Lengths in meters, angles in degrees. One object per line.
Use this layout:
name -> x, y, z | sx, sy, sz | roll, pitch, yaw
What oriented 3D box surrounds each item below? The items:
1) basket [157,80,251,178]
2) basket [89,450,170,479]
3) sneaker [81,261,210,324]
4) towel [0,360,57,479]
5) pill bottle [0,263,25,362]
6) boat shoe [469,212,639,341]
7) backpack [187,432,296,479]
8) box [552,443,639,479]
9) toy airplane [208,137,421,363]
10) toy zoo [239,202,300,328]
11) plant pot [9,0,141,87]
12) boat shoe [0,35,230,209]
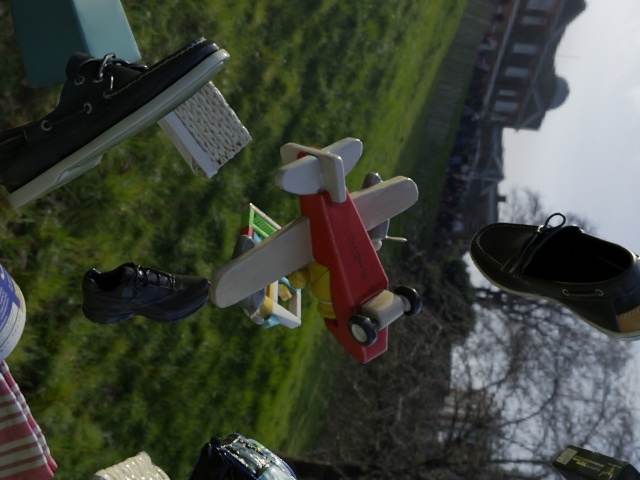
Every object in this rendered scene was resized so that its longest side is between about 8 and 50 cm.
basket -> -0.207, -0.200, 1.239 | 0.167, 0.103, 0.113 | 55, -12, -17
basket -> -0.211, 0.446, 0.802 | 0.266, 0.331, 0.328 | -42, 174, -11
sneaker -> -0.381, 0.108, 1.607 | 0.109, 0.286, 0.130 | -107, -165, -48
towel -> -0.394, 0.199, 0.827 | 0.197, 0.144, 0.029 | 65, 19, -4
pill bottle -> -0.305, 0.028, 0.549 | 0.186, 0.112, 0.112 | 93, 4, -61
boat shoe -> 0.471, 0.038, 1.487 | 0.156, 0.187, 0.500 | 55, -10, -28
backpack -> -0.067, 0.251, 0.699 | 0.105, 0.114, 0.084 | -62, 158, 15
box -> 0.524, 0.452, 1.272 | 0.059, 0.183, 0.232 | -43, 179, -9
toy airplane -> 0.000, 0.000, 1.367 | 0.272, 0.386, 0.384 | -7, -116, 56
toy zoo -> -0.115, 0.075, 1.696 | 0.192, 0.030, 0.293 | 40, 35, -36
plant pot -> -0.488, -0.437, 1.417 | 0.165, 0.165, 0.234 | -56, 139, -55
boat shoe -> -0.262, -0.159, 0.852 | 0.113, 0.340, 0.127 | 58, 28, -9
